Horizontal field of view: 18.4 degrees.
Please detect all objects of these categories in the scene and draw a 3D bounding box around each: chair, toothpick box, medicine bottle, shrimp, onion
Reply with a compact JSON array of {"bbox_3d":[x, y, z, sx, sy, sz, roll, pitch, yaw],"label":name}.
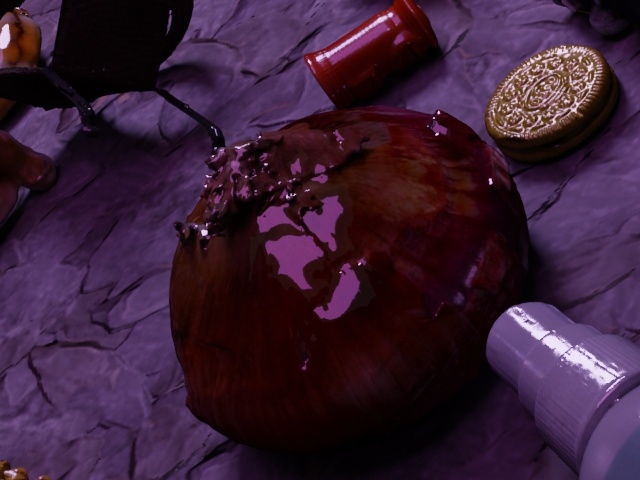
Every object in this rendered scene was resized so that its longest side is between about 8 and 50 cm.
[{"bbox_3d":[-0.150,-0.144,1.395,0.213,0.174,0.149,13,94,52],"label":"chair"},{"bbox_3d":[0.035,-0.126,1.309,0.083,0.047,0.047,-34,35,7],"label":"toothpick box"},{"bbox_3d":[0.176,0.119,0.856,0.110,0.110,0.352,-41,35,-3],"label":"medicine bottle"},{"bbox_3d":[-0.339,-0.136,1.655,0.287,0.063,0.152,6,66,43],"label":"shrimp"},{"bbox_3d":[0.000,0.000,1.104,0.230,0.163,0.230,-25,29,15],"label":"onion"}]

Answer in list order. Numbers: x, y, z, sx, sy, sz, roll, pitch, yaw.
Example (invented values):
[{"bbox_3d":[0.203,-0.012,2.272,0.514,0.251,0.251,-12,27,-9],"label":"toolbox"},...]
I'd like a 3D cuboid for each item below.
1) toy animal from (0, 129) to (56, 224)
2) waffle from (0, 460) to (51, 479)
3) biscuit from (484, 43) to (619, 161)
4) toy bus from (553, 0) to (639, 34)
[{"bbox_3d":[-0.315,-0.055,1.428,0.104,0.185,0.184,16,63,48],"label":"toy animal"},{"bbox_3d":[-0.232,0.209,1.160,0.197,0.070,0.193,-12,43,34],"label":"waffle"},{"bbox_3d":[0.138,-0.083,1.189,0.084,0.023,0.084,-24,38,20],"label":"biscuit"},{"bbox_3d":[0.211,-0.160,1.157,0.074,0.081,0.226,-47,36,-13],"label":"toy bus"}]
